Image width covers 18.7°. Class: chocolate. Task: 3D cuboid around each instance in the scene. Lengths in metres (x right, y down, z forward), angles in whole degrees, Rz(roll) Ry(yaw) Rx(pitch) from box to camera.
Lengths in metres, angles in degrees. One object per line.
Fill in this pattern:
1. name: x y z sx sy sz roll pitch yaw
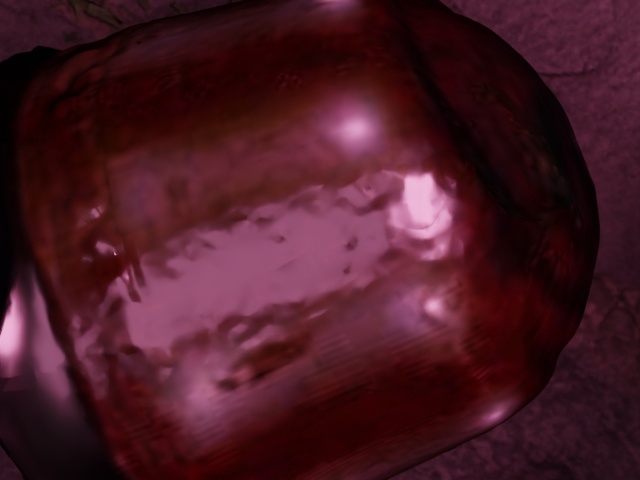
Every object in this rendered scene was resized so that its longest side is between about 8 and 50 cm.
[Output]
1. chocolate: 0.000 0.000 1.248 0.331 0.383 0.384 -20 98 27

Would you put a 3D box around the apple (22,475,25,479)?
1. apple: -0.139 0.162 1.448 0.160 0.195 0.173 -28 75 -14
